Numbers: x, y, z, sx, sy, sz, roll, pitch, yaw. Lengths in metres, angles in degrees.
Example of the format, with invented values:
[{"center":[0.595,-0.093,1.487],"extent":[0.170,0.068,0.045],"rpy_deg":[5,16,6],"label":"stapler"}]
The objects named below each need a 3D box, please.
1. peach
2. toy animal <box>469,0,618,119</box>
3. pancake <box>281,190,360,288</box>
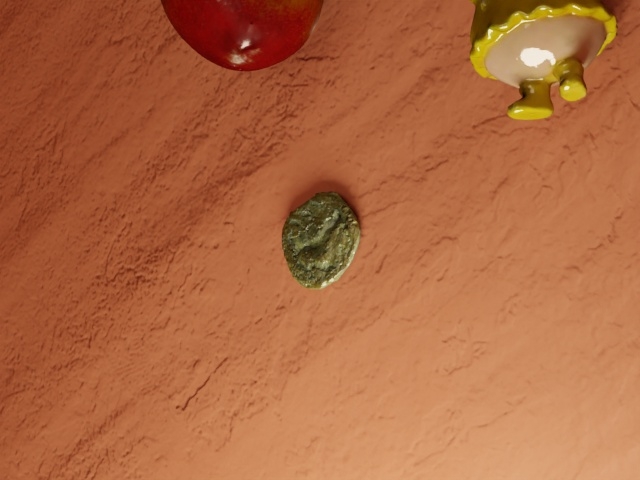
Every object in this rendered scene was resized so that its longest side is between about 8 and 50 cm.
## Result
[{"center":[-0.086,-0.271,1.404],"extent":[0.197,0.197,0.197],"rpy_deg":[-7,79,38],"label":"peach"},{"center":[0.200,-0.224,1.204],"extent":[0.156,0.156,0.229],"rpy_deg":[-18,62,35],"label":"toy animal"},{"center":[0.001,-0.001,1.396],"extent":[0.108,0.017,0.108],"rpy_deg":[-5,81,35],"label":"pancake"}]
